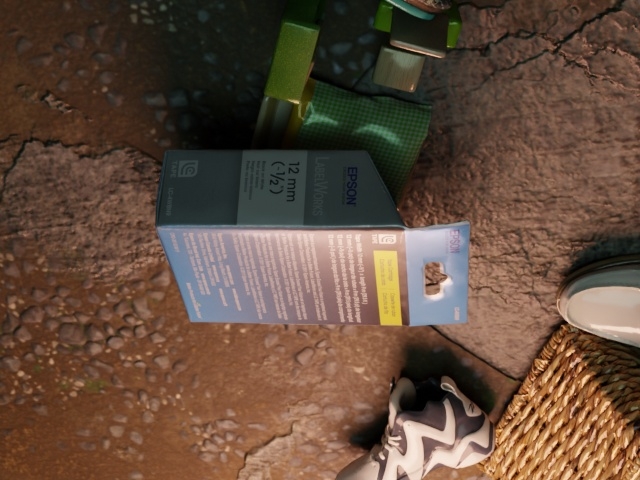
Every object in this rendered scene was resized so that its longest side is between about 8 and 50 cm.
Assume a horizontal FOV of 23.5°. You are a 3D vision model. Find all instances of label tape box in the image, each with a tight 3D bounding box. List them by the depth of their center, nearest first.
[{"bbox_3d":[0.000,0.000,1.805,0.348,0.115,0.249,-1,151,5],"label":"label tape box"}]

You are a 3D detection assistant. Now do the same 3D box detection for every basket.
[{"bbox_3d":[0.386,0.266,2.014,0.213,0.223,0.299,-3,132,-33],"label":"basket"}]

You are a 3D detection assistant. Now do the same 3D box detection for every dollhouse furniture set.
[{"bbox_3d":[0.028,-0.131,1.737,0.197,0.151,0.301,14,125,-3],"label":"dollhouse furniture set"}]

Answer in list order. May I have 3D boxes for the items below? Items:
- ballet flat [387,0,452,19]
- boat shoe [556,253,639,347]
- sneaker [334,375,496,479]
[{"bbox_3d":[-0.059,-0.391,1.576,0.483,0.164,0.182,21,109,-6],"label":"ballet flat"},{"bbox_3d":[0.441,0.094,1.878,0.302,0.103,0.113,4,125,4],"label":"boat shoe"},{"bbox_3d":[0.099,0.251,2.036,0.235,0.094,0.153,-21,117,22],"label":"sneaker"}]
